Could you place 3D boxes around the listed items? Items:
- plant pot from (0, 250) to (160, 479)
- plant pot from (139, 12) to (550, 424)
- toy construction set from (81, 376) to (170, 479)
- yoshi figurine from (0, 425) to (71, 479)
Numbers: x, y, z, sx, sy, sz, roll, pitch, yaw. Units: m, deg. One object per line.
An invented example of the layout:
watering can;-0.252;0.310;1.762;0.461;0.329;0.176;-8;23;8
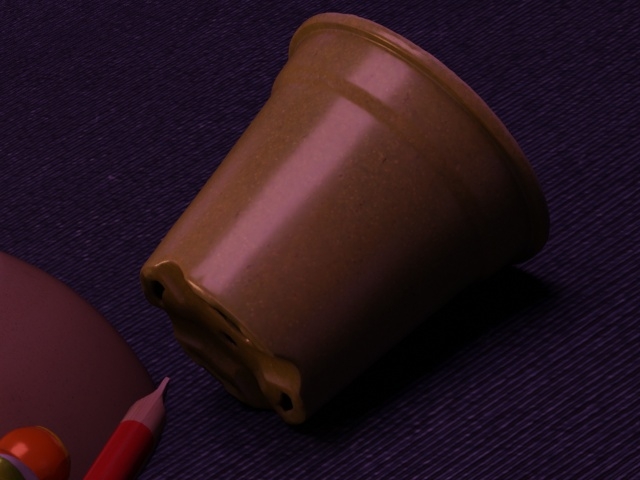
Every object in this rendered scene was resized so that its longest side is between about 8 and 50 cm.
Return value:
plant pot;-0.295;0.114;1.625;0.284;0.191;0.284;-16;28;9
plant pot;0.000;0.000;1.589;0.254;0.276;0.276;-46;35;-19
toy construction set;-0.059;0.223;1.190;0.257;0.309;0.237;-1;28;18
yoshi figurine;-0.274;0.279;1.320;0.203;0.203;0.362;-22;4;36
